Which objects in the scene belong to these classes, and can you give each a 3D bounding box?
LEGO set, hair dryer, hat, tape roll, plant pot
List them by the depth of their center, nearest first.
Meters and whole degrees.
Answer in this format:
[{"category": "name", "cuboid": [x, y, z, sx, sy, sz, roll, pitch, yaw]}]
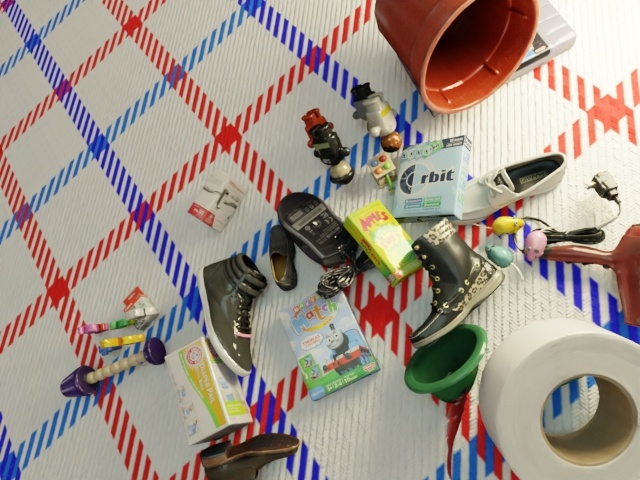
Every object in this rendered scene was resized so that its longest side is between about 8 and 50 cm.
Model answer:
[{"category": "tape roll", "cuboid": [0.419, 0.278, 0.721, 0.286, 0.100, 0.286, 0, 92, 3]}, {"category": "hat", "cuboid": [0.279, 0.295, 0.846, 0.208, 0.173, 0.184, -36, 99, 16]}, {"category": "hair dryer", "cuboid": [0.544, 0.033, 0.847, 0.223, 0.080, 0.294, -37, 59, 21]}, {"category": "plant pot", "cuboid": [0.265, -0.465, 0.938, 0.272, 0.272, 0.265, -33, 57, 6]}, {"category": "LEGO set", "cuboid": [-0.520, 0.235, 1.083, 0.227, 0.093, 0.087, -21, 76, 24]}]

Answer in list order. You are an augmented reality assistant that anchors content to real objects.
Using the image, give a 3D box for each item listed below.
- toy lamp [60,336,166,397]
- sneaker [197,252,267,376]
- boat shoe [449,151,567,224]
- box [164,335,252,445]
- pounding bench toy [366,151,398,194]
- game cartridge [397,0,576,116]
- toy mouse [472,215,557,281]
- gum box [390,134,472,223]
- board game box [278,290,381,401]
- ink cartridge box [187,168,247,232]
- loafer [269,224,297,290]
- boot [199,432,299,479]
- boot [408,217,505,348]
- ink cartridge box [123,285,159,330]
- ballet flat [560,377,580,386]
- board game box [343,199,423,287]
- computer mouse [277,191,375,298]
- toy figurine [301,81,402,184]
[{"category": "toy lamp", "cuboid": [-0.521, 0.324, 1.088, 0.274, 0.080, 0.080, -22, 67, 8]}, {"category": "sneaker", "cuboid": [-0.185, 0.155, 1.012, 0.146, 0.104, 0.296, -31, 62, 12]}, {"category": "boat shoe", "cuboid": [0.384, -0.113, 0.922, 0.267, 0.088, 0.096, -17, 69, 13]}, {"category": "box", "cuboid": [-0.250, 0.331, 0.973, 0.103, 0.114, 0.203, -29, 65, 7]}, {"category": "pounding bench toy", "cuboid": [0.153, -0.155, 1.025, 0.052, 0.065, 0.083, -29, 66, 7]}, {"category": "game cartridge", "cuboid": [0.390, -0.470, 1.056, 0.355, 0.068, 0.230, -26, 63, 9]}, {"category": "toy mouse", "cuboid": [0.392, 0.011, 0.874, 0.161, 0.031, 0.143, -8, 62, 24]}, {"category": "gum box", "cuboid": [0.246, -0.133, 0.971, 0.157, 0.041, 0.185, -2, 71, 43]}, {"category": "board game box", "cuboid": [0.015, 0.220, 0.963, 0.160, 0.039, 0.212, -29, 65, 8]}, {"category": "ink cartridge box", "cuboid": [-0.264, -0.102, 1.127, 0.056, 0.099, 0.135, 28, 84, 24]}, {"category": "loafer", "cuboid": [-0.095, 0.034, 1.047, 0.062, 0.061, 0.170, -20, 67, 12]}, {"category": "boot", "cuboid": [-0.141, 0.481, 0.925, 0.219, 0.082, 0.106, -12, 91, 10]}, {"category": "boot", "cuboid": [0.231, 0.084, 0.885, 0.236, 0.085, 0.179, -39, 83, -6]}, {"category": "ink cartridge box", "cuboid": [-0.482, 0.176, 1.146, 0.115, 0.029, 0.063, 42, 90, 24]}, {"category": "ballet flat", "cuboid": [0.398, 0.259, 0.817, 0.232, 0.080, 0.073, -29, 38, 5]}, {"category": "board game box", "cuboid": [0.143, 0.003, 0.960, 0.092, 0.043, 0.181, -28, 69, -23]}, {"category": "computer mouse", "cuboid": [0.000, 0.000, 1.016, 0.188, 0.072, 0.272, -34, 68, -20]}, {"category": "toy figurine", "cuboid": [0.075, -0.247, 1.009, 0.209, 0.148, 0.213, -28, 29, 3]}]
